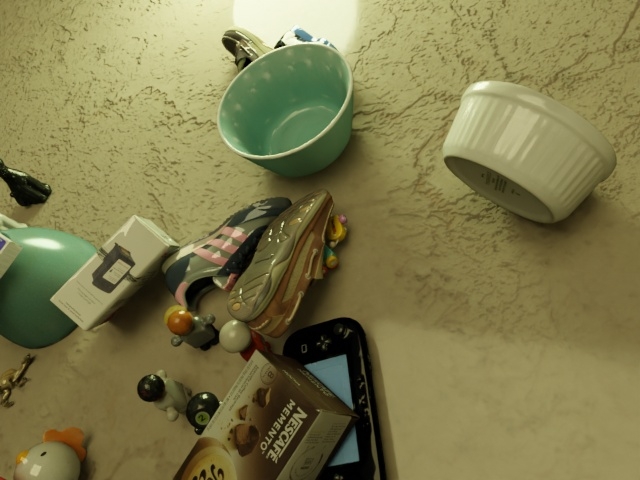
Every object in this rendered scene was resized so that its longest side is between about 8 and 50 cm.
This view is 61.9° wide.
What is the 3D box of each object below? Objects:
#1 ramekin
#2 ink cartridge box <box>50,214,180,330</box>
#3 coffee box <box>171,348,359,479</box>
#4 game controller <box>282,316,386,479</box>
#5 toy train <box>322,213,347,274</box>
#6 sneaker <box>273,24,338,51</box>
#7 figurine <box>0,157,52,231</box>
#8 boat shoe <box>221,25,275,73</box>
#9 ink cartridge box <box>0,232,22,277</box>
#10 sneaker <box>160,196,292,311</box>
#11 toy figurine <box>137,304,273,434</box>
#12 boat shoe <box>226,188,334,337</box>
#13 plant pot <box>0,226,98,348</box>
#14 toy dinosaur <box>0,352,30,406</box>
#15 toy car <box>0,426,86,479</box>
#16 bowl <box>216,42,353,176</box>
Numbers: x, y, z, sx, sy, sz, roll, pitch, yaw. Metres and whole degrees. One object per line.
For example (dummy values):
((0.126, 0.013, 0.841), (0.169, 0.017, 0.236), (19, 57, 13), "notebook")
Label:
((0.332, -0.136, 0.899), (0.273, 0.273, 0.127), (33, 91, 33), "ramekin")
((-0.426, 0.065, 1.141), (0.100, 0.172, 0.237), (44, 84, -5), "ink cartridge box")
((-0.099, 0.347, 0.849), (0.168, 0.119, 0.297), (34, 91, 40), "coffee box")
((0.015, 0.291, 0.904), (0.167, 0.067, 0.318), (-15, 57, 14), "game controller")
((0.000, 0.000, 1.089), (0.125, 0.046, 0.166), (-3, 65, 36), "toy train")
((-0.031, -0.462, 1.339), (0.090, 0.081, 0.232), (-45, 49, -2), "sneaker")
((-0.857, -0.112, 1.407), (0.093, 0.209, 0.214), (7, 66, 26), "figurine")
((-0.178, -0.467, 1.387), (0.092, 0.102, 0.285), (-44, 61, -11), "boat shoe")
((-0.759, 0.059, 1.132), (0.206, 0.045, 0.208), (23, 73, 31), "ink cartridge box")
((-0.178, 0.033, 1.114), (0.319, 0.112, 0.131), (-32, 65, 11), "sneaker")
((-0.214, 0.236, 0.981), (0.210, 0.148, 0.212), (12, 68, 28), "toy figurine")
((-0.053, 0.039, 1.001), (0.123, 0.116, 0.324), (-13, 38, 49), "boat shoe")
((-0.690, 0.083, 1.238), (0.291, 0.195, 0.289), (-10, 60, 17), "plant pot")
((-0.726, 0.334, 1.212), (0.183, 0.053, 0.092), (-32, 39, -6), "toy dinosaur")
((-0.540, 0.445, 0.983), (0.219, 0.210, 0.237), (-12, 39, 39), "toy car")
((-0.053, -0.265, 1.183), (0.312, 0.163, 0.311), (-10, 60, 18), "bowl")
